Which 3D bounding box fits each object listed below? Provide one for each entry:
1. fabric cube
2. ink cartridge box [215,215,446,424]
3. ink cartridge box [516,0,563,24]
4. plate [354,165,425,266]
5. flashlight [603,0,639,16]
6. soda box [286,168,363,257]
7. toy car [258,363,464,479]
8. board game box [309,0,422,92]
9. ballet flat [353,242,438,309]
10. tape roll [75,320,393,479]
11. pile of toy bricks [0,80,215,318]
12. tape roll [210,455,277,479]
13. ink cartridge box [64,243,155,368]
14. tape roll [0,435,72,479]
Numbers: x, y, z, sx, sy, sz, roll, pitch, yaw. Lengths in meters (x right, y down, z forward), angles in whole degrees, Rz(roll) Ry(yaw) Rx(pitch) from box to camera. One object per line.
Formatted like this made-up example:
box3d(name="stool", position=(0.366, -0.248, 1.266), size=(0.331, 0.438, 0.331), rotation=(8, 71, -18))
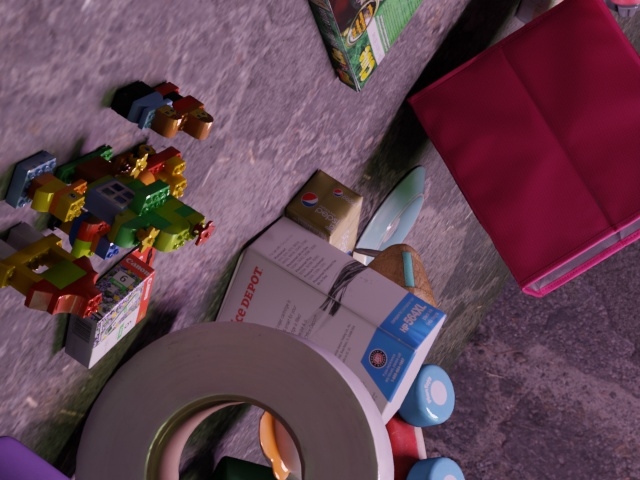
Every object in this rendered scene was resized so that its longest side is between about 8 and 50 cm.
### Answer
box3d(name="fabric cube", position=(0.290, -0.108, 1.886), size=(0.259, 0.258, 0.254), rotation=(-32, 169, 9))
box3d(name="ink cartridge box", position=(0.004, 0.092, 1.636), size=(0.086, 0.203, 0.148), rotation=(-44, 162, -51))
box3d(name="ink cartridge box", position=(0.324, -0.373, 2.033), size=(0.145, 0.045, 0.179), rotation=(-47, 167, -36))
box3d(name="plate", position=(0.092, -0.014, 2.100), size=(0.188, 0.024, 0.188), rotation=(-52, 167, -17))
box3d(name="flashlight", position=(0.435, -0.408, 2.218), size=(0.103, 0.103, 0.304), rotation=(-54, 168, -6))
box3d(name="soda box", position=(0.000, 0.000, 1.720), size=(0.061, 0.058, 0.181), rotation=(-51, 167, -23))
box3d(name="toy car", position=(0.007, 0.248, 1.853), size=(0.219, 0.210, 0.238), rotation=(-16, 166, 42))
box3d(name="board game box", position=(0.048, -0.229, 1.410), size=(0.136, 0.030, 0.260), rotation=(-57, 167, -7))
box3d(name="ballet flat", position=(0.040, 0.075, 1.881), size=(0.342, 0.116, 0.124), rotation=(143, -51, -66))
box3d(name="tape roll", position=(-0.076, 0.218, 1.464), size=(0.286, 0.286, 0.100), rotation=(-56, 167, 0))
box3d(name="pile of toy bricks", position=(-0.125, -0.025, 1.097), size=(0.212, 0.105, 0.118), rotation=(-37, 157, -56))
box3d(name="tape roll", position=(-0.125, 0.431, 1.967), size=(0.321, 0.077, 0.321), rotation=(-164, -90, -82))
box3d(name="ink cartridge box", position=(-0.162, 0.047, 1.308), size=(0.115, 0.029, 0.063), rotation=(-45, 162, -40))
box3d(name="tape roll", position=(-0.276, 0.258, 1.290), size=(0.189, 0.080, 0.189), rotation=(-51, 166, -18))
